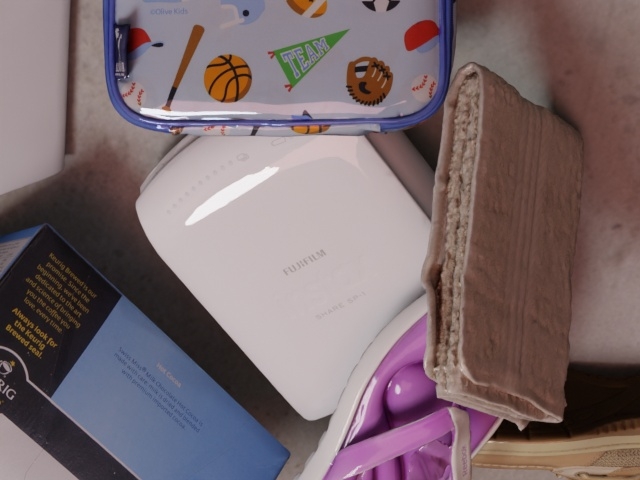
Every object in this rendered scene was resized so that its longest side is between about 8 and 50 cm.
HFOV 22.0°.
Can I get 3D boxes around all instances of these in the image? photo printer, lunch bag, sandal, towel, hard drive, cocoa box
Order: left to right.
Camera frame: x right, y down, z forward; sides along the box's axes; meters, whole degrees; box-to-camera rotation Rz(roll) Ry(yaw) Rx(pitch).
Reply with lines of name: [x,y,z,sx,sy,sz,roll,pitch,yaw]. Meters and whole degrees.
hard drive: [-0.303,-0.167,1.402,0.040,0.203,0.307,35,132,33]
cocoa box: [-0.251,0.186,1.557,0.347,0.228,0.231,46,150,-22]
lunch bag: [-0.040,-0.206,1.345,0.304,0.115,0.243,1,95,4]
photo printer: [0.000,0.000,1.519,0.256,0.107,0.307,-28,117,22]
sandal: [0.070,0.220,1.497,0.169,0.102,0.416,21,111,-34]
towel: [0.158,0.011,1.395,0.049,0.282,0.187,-3,162,36]

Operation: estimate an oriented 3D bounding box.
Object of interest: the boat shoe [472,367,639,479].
boat shoe: [0.270,0.198,1.613,0.341,0.121,0.110,-2,123,6]
